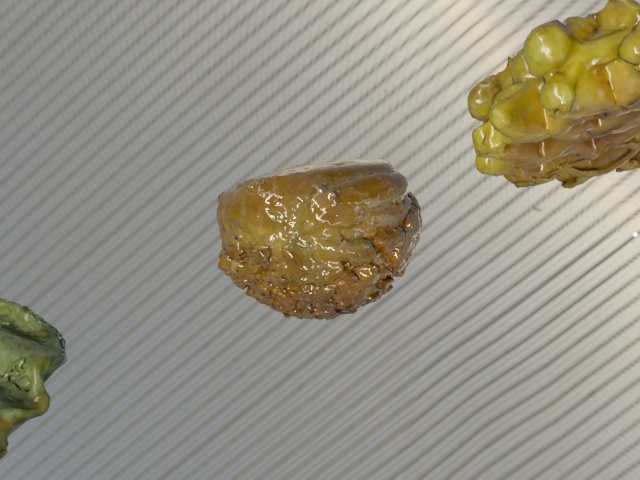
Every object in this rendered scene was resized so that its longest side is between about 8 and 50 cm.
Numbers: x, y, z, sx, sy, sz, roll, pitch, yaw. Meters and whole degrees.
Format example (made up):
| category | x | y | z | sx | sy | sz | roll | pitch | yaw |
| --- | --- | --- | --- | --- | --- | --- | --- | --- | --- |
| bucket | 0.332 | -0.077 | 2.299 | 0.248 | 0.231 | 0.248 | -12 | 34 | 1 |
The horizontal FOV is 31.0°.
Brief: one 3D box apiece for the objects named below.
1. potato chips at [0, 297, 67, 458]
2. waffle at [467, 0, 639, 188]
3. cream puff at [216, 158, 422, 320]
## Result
| category | x | y | z | sx | sy | sz | roll | pitch | yaw |
| --- | --- | --- | --- | --- | --- | --- | --- | --- | --- |
| potato chips | -0.427 | 0.113 | 0.933 | 0.429 | 0.358 | 0.070 | 19 | 117 | 30 |
| waffle | 0.204 | -0.099 | 0.649 | 0.259 | 0.293 | 0.069 | -19 | 79 | 13 |
| cream puff | 0.000 | 0.000 | 0.846 | 0.150 | 0.165 | 0.115 | -5 | 94 | 57 |
